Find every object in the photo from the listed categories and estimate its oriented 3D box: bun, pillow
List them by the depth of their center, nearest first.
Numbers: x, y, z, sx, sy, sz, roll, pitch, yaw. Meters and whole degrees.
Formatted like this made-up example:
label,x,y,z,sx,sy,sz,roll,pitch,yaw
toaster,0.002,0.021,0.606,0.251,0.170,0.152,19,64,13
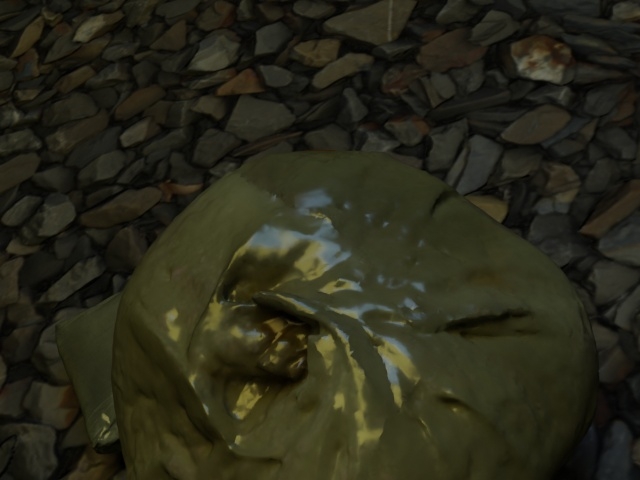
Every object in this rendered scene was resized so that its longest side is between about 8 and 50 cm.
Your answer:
label,x,y,z,sx,sy,sz,roll,pitch,yaw
bun,0.010,0.096,0.846,0.361,0.213,0.361,-6,66,13
pillow,-0.161,0.099,1.099,0.134,0.078,0.181,-29,38,-4

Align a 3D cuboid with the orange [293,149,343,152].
label,x,y,z,sx,sy,sz,roll,pitch,yaw
orange,0.003,0.001,1.068,0.177,0.155,0.178,-5,42,4
